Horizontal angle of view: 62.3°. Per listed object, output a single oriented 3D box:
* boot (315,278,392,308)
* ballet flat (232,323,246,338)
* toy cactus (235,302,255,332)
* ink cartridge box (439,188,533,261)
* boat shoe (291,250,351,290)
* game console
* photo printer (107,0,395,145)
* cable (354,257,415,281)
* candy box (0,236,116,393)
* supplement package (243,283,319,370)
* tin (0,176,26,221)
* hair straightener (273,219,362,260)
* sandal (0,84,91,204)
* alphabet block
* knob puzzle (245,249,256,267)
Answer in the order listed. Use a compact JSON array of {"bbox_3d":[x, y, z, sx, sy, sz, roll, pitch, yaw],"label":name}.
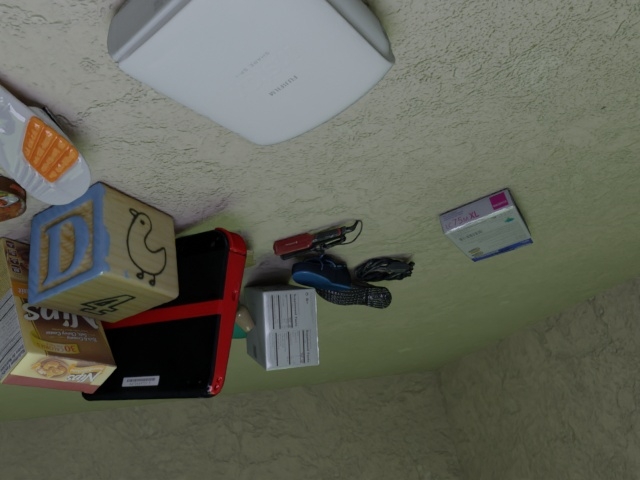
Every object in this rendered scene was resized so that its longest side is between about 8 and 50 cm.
[{"bbox_3d":[0.099,0.158,1.646,0.246,0.084,0.161,13,-179,0],"label":"boot"},{"bbox_3d":[-0.325,0.224,1.580,0.123,0.123,0.348,-26,155,29],"label":"ballet flat"},{"bbox_3d":[-0.244,0.167,1.398,0.112,0.181,0.219,-38,-174,-25],"label":"toy cactus"},{"bbox_3d":[0.460,-0.029,1.443,0.185,0.065,0.311,-23,151,23],"label":"ink cartridge box"},{"bbox_3d":[-0.003,0.082,1.455,0.109,0.089,0.258,-8,164,24],"label":"boat shoe"},{"bbox_3d":[-0.326,0.155,1.096,0.386,0.342,0.060,-12,152,31],"label":"game console"},{"bbox_3d":[-0.067,-0.245,0.681,0.256,0.107,0.307,-26,152,29],"label":"photo printer"},{"bbox_3d":[0.190,0.093,1.616,0.184,0.047,0.150,-3,163,-9],"label":"cable"},{"bbox_3d":[-0.543,0.146,1.048,0.087,0.316,0.183,-47,142,10],"label":"candy box"},{"bbox_3d":[-0.115,0.232,1.472,0.145,0.204,0.262,-3,179,-18],"label":"supplement package"},{"bbox_3d":[-0.610,-0.064,0.921,0.189,0.040,0.106,-14,160,6],"label":"tin"},{"bbox_3d":[0.000,0.000,1.334,0.230,0.047,0.089,-21,155,9],"label":"hair straightener"},{"bbox_3d":[-0.430,-0.164,0.752,0.102,0.076,0.265,-29,133,4],"label":"sandal"},{"bbox_3d":[-0.419,0.034,1.033,0.193,0.193,0.197,-20,155,21],"label":"alphabet block"},{"bbox_3d":[-0.254,0.040,1.304,0.213,0.030,0.213,1,163,0],"label":"knob puzzle"}]
